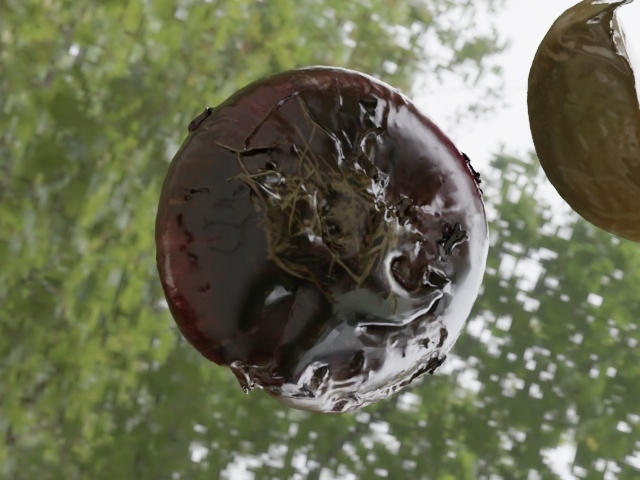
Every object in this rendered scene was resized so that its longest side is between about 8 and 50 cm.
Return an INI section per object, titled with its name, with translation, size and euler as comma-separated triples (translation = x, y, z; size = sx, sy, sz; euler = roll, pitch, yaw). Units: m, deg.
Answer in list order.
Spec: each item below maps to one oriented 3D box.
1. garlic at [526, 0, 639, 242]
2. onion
[garlic]
translation = 0.312, -0.153, 1.728
size = 0.151, 0.338, 0.196
euler = -35, -143, -20
[onion]
translation = 0.000, 0.000, 1.470
size = 0.232, 0.314, 0.314
euler = 168, -64, -68
